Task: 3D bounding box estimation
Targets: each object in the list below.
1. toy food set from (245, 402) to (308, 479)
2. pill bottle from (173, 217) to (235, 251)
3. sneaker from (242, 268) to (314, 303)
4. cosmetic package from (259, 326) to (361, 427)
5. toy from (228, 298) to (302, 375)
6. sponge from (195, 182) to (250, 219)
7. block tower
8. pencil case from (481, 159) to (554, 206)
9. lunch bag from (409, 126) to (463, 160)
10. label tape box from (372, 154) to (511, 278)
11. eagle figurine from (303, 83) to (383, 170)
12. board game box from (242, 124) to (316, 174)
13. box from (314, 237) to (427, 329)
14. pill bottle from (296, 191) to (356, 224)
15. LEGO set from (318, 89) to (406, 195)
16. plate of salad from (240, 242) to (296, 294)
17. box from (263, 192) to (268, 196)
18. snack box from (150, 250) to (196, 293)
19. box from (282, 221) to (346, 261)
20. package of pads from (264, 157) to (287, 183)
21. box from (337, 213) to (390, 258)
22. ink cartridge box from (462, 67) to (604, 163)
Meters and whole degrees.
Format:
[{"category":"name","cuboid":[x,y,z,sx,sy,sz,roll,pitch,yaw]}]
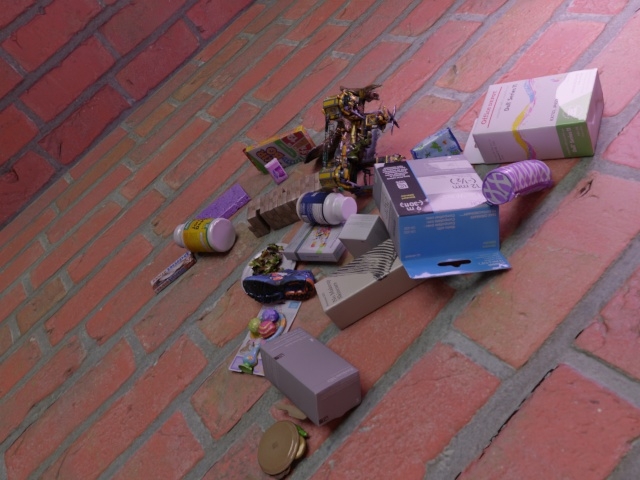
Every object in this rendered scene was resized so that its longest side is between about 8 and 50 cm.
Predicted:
[{"category":"toy food set","cuboid":[-0.088,0.473,1.282,0.133,0.038,0.192,-2,56,46]},{"category":"pill bottle","cuboid":[-0.403,-0.018,1.937,0.209,0.117,0.117,-1,52,38]},{"category":"sneaker","cuboid":[-0.116,0.124,1.605,0.222,0.083,0.087,-1,27,15]},{"category":"cosmetic package","cuboid":[-0.026,0.309,1.307,0.127,0.107,0.238,-23,27,-32]},{"category":"toy","cuboid":[-0.159,0.247,1.537,0.137,0.056,0.237,-1,51,36]},{"category":"sponge","cuboid":[-0.361,-0.117,2.072,0.210,0.031,0.117,-40,38,-2]},{"category":"block tower","cuboid":[-0.086,-0.121,1.817,0.336,0.091,0.097,-23,42,19]},{"category":"pencil case","cuboid":[0.468,-0.140,1.338,0.206,0.086,0.088,-20,41,-41]},{"category":"lunch bag","cuboid":[0.330,-0.260,1.631,0.129,0.096,0.151,-29,10,11]},{"category":"label tape box","cuboid":[0.288,-0.068,1.377,0.249,0.115,0.347,-6,38,-7]},{"category":"eagle figurine","cuboid":[0.085,-0.371,1.893,0.226,0.225,0.298,166,118,-89]},{"category":"board game box","cuboid":[-0.147,-0.318,2.031,0.260,0.124,0.039,-14,45,27]},{"category":"box","cuboid":[0.131,0.100,1.426,0.275,0.094,0.113,-32,40,7]},{"category":"pill bottle","cuboid":[0.019,-0.094,1.648,0.170,0.094,0.094,5,56,42]},{"category":"LEGO set","cuboid":[0.137,-0.278,1.641,0.192,0.255,0.331,-4,71,35]},{"category":"plate of salad","cuboid":[-0.163,0.081,1.711,0.200,0.048,0.199,-22,42,21]},{"category":"box","cuboid":[-0.190,-0.123,1.955,0.083,0.018,0.067,-50,40,-15]},{"category":"snack box","cuboid":[-0.514,0.109,1.975,0.178,0.022,0.064,-39,37,-1]},{"category":"box","cuboid":[0.000,0.000,1.654,0.186,0.038,0.145,2,42,37]},{"category":"package of pads","cuboid":[-0.157,-0.246,2.000,0.050,0.083,0.032,-35,34,-2]},{"category":"box","cuboid":[0.124,-0.008,1.532,0.102,0.101,0.087,4,55,42]},{"category":"ink cartridge box","cuboid":[0.542,-0.321,1.503,0.354,0.119,0.207,0,52,38]}]
